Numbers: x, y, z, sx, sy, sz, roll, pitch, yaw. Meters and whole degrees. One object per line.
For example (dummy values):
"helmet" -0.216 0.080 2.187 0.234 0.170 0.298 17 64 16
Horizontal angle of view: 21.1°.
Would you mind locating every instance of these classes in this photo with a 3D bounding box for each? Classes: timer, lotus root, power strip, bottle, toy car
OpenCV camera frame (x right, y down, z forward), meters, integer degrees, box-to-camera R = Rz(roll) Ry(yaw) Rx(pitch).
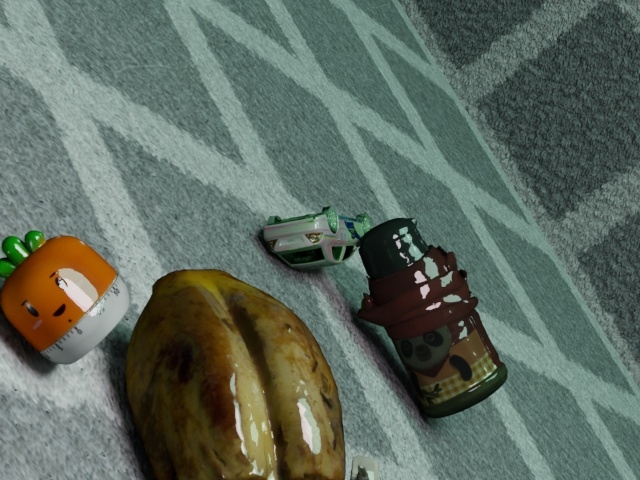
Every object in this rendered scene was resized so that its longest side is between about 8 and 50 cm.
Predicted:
"timer" -0.238 0.041 1.547 0.136 0.099 0.136 54 4 -5
"lotus root" -0.079 0.147 1.624 0.193 0.193 0.291 33 25 -49
"power strip" 0.035 0.278 1.640 0.253 0.027 0.060 96 0 -52
"bottle" 0.137 0.101 2.347 0.271 0.156 0.143 63 -15 -5
"toy car" 0.000 0.000 2.327 0.224 0.090 0.076 8 73 -69
